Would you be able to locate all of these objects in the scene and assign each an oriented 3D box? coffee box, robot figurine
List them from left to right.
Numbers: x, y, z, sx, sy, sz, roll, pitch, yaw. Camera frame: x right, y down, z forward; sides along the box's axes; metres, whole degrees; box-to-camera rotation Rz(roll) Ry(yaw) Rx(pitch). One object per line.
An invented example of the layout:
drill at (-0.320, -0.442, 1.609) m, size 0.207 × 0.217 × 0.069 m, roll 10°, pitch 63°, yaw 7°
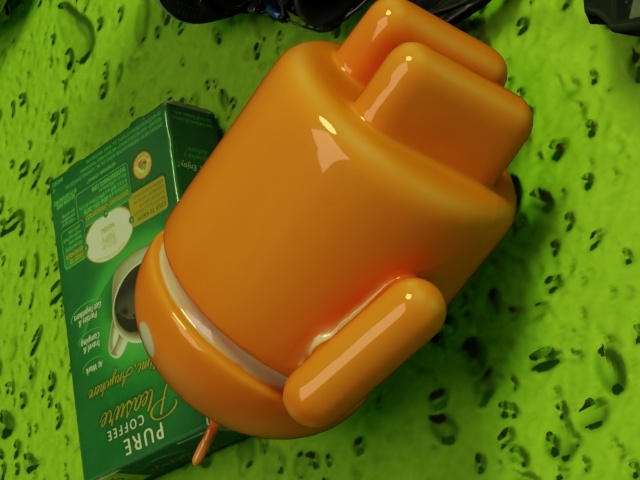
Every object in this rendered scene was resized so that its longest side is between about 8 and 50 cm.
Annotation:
coffee box at (-0.092, 0.031, 0.862) m, size 0.113 × 0.040 × 0.184 m, roll -30°, pitch 61°, yaw 39°
robot figurine at (0.000, 0.001, 0.712) m, size 0.158 × 0.128 × 0.219 m, roll 47°, pitch 116°, yaw 21°

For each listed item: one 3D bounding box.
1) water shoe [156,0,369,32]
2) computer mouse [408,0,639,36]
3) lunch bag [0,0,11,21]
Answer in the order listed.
water shoe at (-0.020, -0.140, 0.788) m, size 0.203 × 0.073 × 0.080 m, roll -24°, pitch 55°, yaw 44°
computer mouse at (0.113, -0.113, 0.692) m, size 0.242 × 0.041 × 0.071 m, roll 2°, pitch 73°, yaw 52°
lunch bag at (-0.319, -0.272, 0.965) m, size 0.212 × 0.305 × 0.256 m, roll -17°, pitch 69°, yaw 43°
